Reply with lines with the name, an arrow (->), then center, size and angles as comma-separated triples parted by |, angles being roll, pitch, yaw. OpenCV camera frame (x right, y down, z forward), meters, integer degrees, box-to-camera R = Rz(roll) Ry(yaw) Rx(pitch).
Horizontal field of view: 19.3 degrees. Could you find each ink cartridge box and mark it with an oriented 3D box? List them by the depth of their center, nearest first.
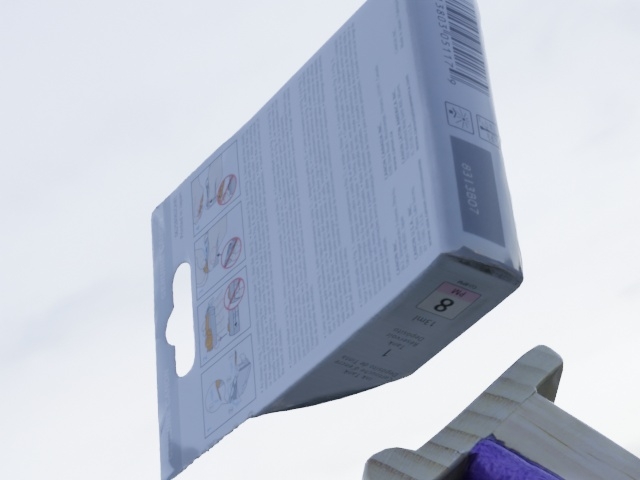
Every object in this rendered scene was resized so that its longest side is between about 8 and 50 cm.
ink cartridge box -> 0.000, 0.000, 0.957 | 0.066, 0.189, 0.232 | 19, -44, -28

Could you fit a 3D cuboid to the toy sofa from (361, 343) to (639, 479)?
toy sofa -> 0.161, 0.213, 0.696 | 0.177, 0.362, 0.150 | -36, -33, -39
